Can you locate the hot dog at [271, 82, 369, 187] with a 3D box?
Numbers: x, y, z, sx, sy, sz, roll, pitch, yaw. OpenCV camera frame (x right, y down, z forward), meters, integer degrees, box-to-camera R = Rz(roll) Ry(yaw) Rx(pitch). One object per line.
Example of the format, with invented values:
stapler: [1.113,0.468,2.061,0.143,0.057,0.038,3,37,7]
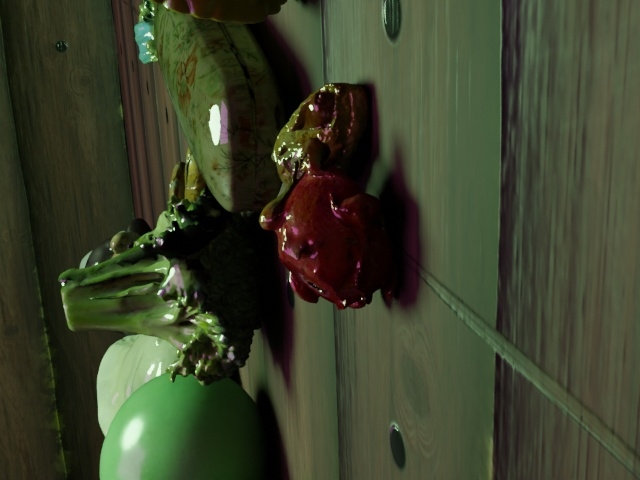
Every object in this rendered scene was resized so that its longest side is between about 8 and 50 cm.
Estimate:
hot dog: [-0.007,-0.069,0.772,0.169,0.061,0.078,105,154,-56]

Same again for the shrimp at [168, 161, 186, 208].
shrimp: [-0.219,-0.016,1.598,0.133,0.053,0.236,-103,9,-60]

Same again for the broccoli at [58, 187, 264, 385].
broccoli: [-0.192,0.043,1.170,0.247,0.243,0.263,81,179,-57]

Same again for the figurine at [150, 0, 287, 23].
figurine: [-0.081,-0.365,0.797,0.187,0.168,0.315,-99,19,-52]

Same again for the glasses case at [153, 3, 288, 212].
glasses case: [-0.119,-0.182,1.067,0.425,0.098,0.156,-118,27,-54]

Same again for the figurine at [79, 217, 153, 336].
figurine: [-0.335,0.083,1.744,0.218,0.206,0.365,56,176,-2]

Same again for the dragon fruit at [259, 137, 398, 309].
dragon fruit: [0.002,0.005,0.707,0.112,0.068,0.126,43,153,29]

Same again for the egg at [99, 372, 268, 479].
egg: [-0.184,0.301,1.301,0.220,0.220,0.269,-122,46,-58]

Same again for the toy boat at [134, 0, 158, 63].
toy boat: [-0.206,-0.320,1.378,0.276,0.084,0.111,166,99,-72]

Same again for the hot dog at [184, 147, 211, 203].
hot dog: [-0.182,-0.063,1.473,0.215,0.047,0.066,102,-168,-50]

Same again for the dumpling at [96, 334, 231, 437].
dumpling: [-0.256,0.238,1.540,0.187,0.243,0.318,65,-172,-47]
